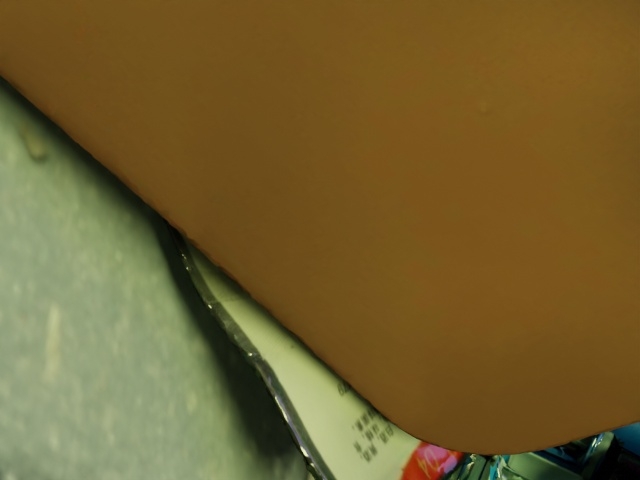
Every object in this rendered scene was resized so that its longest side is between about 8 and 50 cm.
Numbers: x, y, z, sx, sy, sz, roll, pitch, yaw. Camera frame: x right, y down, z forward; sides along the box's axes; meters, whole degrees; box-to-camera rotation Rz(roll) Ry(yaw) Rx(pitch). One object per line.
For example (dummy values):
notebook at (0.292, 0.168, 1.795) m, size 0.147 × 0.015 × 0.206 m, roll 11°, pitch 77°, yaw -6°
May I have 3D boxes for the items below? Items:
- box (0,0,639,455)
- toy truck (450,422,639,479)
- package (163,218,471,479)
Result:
box at (0.062, -0.122, 0.453) m, size 0.339 × 0.239 × 0.229 m, roll 44°, pitch 38°, yaw -34°
toy truck at (0.098, 0.143, 0.632) m, size 0.208 × 0.113 × 0.126 m, roll -55°, pitch 163°, yaw -38°
package at (0.000, 0.000, 0.550) m, size 0.166 × 0.040 × 0.232 m, roll -34°, pitch 96°, yaw -53°
